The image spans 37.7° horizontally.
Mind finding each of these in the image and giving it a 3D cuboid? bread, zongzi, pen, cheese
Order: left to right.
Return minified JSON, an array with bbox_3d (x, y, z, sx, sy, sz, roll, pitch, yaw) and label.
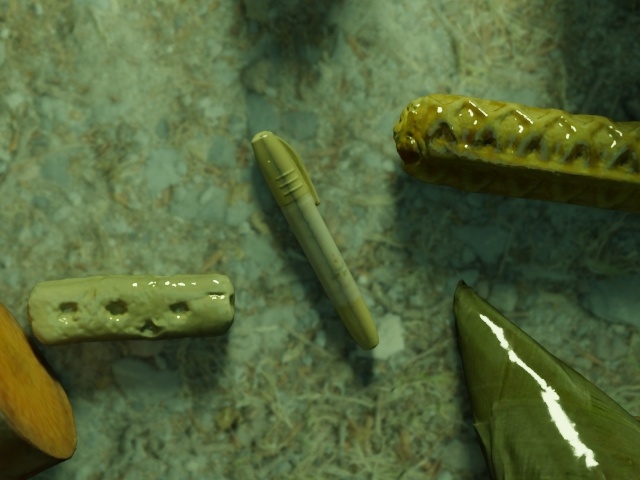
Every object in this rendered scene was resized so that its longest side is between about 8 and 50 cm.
[{"bbox_3d":[-0.177,0.063,0.880,0.194,0.043,0.065,-3,93,-1],"label":"cheese"},{"bbox_3d":[0.000,0.000,0.888,0.040,0.032,0.233,-33,101,-22],"label":"pen"},{"bbox_3d":[0.248,-0.075,0.870,0.367,0.084,0.077,7,55,-5],"label":"bread"},{"bbox_3d":[0.230,0.234,0.773,0.174,0.356,0.393,-33,97,9],"label":"zongzi"}]

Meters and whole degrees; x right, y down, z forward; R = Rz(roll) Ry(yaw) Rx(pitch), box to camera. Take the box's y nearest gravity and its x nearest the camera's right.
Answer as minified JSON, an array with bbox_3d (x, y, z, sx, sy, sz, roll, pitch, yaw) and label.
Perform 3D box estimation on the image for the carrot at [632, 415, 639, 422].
[{"bbox_3d":[0.423,0.213,0.936,0.254,0.049,0.049,17,97,-3],"label":"carrot"}]

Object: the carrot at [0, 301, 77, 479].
[{"bbox_3d":[-0.367,0.171,0.812,0.254,0.196,0.196,-34,99,2],"label":"carrot"}]
